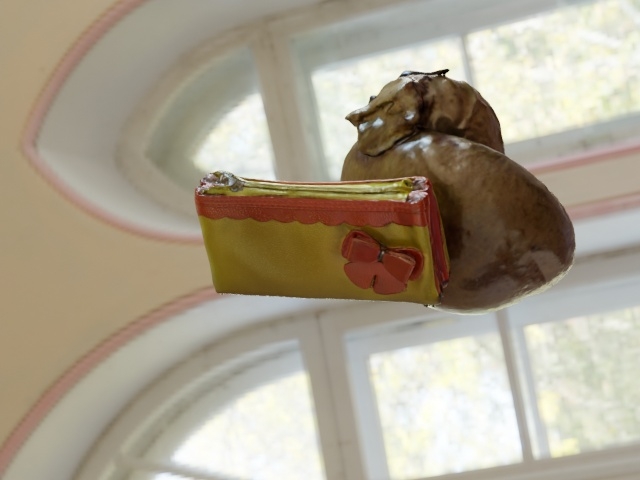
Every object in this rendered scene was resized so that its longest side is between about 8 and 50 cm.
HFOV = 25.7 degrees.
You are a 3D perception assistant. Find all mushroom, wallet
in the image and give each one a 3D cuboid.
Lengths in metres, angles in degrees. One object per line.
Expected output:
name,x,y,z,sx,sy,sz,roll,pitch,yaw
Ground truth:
mushroom,0.131,-0.043,1.511,0.283,0.195,0.263,62,166,-6
wallet,0.000,0.000,1.374,0.067,0.241,0.141,-73,-22,-46
